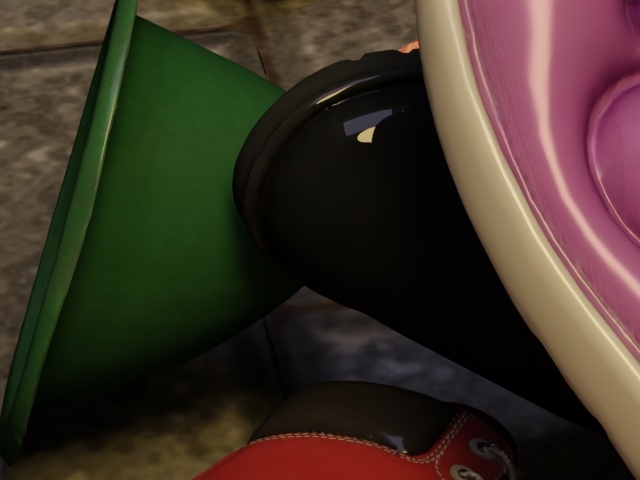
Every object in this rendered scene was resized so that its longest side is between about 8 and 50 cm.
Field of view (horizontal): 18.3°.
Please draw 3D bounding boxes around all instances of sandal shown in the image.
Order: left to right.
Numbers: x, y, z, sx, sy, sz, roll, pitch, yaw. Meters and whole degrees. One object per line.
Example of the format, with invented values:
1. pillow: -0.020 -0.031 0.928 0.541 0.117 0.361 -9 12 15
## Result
1. sandal: 0.160 0.038 0.483 0.169 0.102 0.416 -17 73 -24

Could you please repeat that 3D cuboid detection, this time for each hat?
1. hat: 0.000 0.000 0.699 0.183 0.208 0.173 15 20 -9

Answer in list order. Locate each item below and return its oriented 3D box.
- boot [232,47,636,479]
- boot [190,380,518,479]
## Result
1. boot: 0.107 0.046 0.600 0.246 0.094 0.207 21 21 -28
2. boot: 0.045 0.116 0.574 0.244 0.088 0.176 21 38 37
